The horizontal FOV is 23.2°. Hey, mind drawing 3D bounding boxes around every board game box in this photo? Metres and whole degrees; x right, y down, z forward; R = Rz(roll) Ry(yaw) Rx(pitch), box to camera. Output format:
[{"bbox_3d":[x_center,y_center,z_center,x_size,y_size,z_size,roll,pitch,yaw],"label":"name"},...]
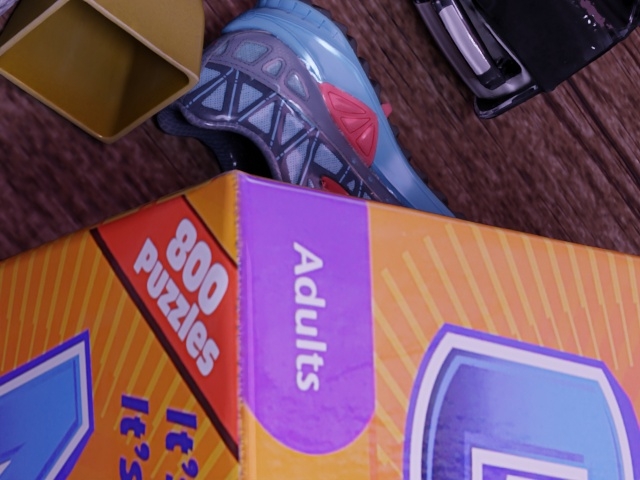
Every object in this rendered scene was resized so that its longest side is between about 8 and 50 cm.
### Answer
[{"bbox_3d":[0.003,0.208,0.632,0.357,0.356,0.356,10,72,-38],"label":"board game box"}]

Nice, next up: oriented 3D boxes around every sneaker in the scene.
[{"bbox_3d":[0.000,0.000,0.875,0.125,0.104,0.262,-36,97,-25],"label":"sneaker"}]

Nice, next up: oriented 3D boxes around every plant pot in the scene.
[{"bbox_3d":[-0.109,-0.117,0.810,0.081,0.081,0.083,34,47,-29],"label":"plant pot"}]

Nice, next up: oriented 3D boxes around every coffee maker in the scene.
[{"bbox_3d":[0.115,-0.194,0.962,0.171,0.120,0.178,-38,110,6],"label":"coffee maker"}]

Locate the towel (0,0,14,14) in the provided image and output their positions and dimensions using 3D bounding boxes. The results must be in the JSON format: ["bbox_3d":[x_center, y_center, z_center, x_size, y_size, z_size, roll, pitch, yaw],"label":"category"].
[{"bbox_3d":[-0.110,-0.235,0.737,0.121,0.235,0.283,45,54,-15],"label":"towel"}]
